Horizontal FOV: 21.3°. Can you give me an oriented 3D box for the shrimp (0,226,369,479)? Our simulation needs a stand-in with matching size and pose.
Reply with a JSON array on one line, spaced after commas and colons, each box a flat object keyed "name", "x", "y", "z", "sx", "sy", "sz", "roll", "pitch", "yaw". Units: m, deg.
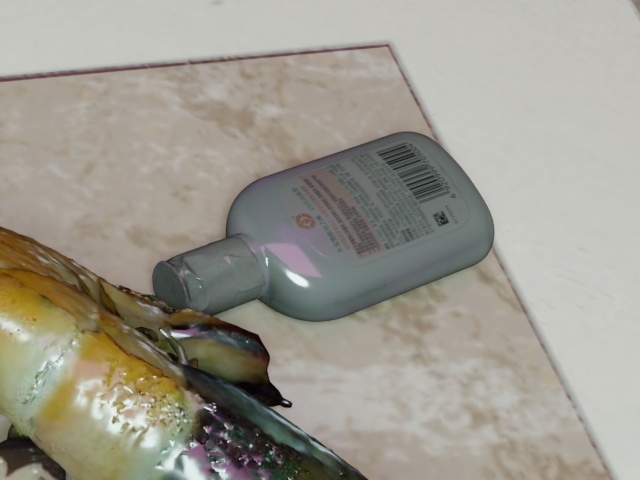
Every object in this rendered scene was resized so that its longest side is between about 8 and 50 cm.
[{"name": "shrimp", "x": -0.025, "y": 0.078, "z": 0.634, "sx": 0.290, "sy": 0.222, "sz": 0.054, "roll": 34, "pitch": 93, "yaw": 8}]

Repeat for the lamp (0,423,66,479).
[{"name": "lamp", "x": -0.116, "y": 0.149, "z": 0.576, "sx": 0.118, "sy": 0.118, "sz": 0.253, "roll": 30, "pitch": 36, "yaw": 5}]

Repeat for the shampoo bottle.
[{"name": "shampoo bottle", "x": 0.000, "y": 0.000, "z": 0.786, "sx": 0.165, "sy": 0.040, "sz": 0.080, "roll": -21, "pitch": 63, "yaw": -31}]
